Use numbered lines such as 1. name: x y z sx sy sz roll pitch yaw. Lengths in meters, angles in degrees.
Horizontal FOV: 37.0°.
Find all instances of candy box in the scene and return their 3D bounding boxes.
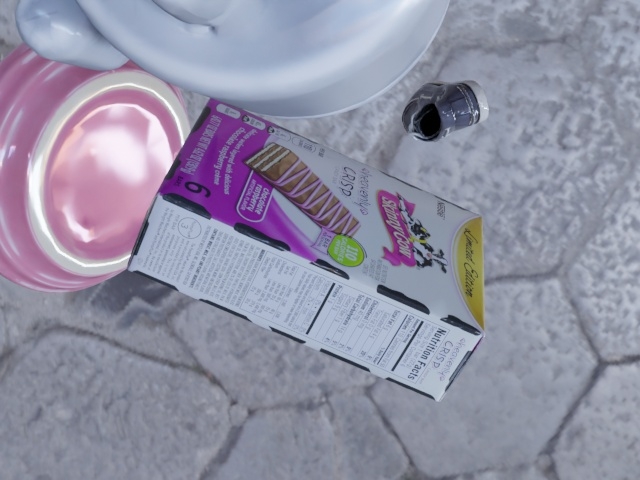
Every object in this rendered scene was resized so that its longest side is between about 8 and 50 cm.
1. candy box: 0.000 0.000 0.686 0.233 0.159 0.071 24 122 -7

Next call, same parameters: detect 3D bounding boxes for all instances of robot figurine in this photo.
1. robot figurine: -0.021 -0.172 0.533 0.299 0.353 0.200 -20 92 6

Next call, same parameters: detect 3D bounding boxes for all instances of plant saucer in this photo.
1. plant saucer: -0.269 -0.088 1.145 0.332 0.084 0.332 -32 132 -43

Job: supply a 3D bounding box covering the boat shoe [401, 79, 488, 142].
1. boat shoe: 0.137 -0.159 1.207 0.065 0.206 0.075 -23 97 -16
